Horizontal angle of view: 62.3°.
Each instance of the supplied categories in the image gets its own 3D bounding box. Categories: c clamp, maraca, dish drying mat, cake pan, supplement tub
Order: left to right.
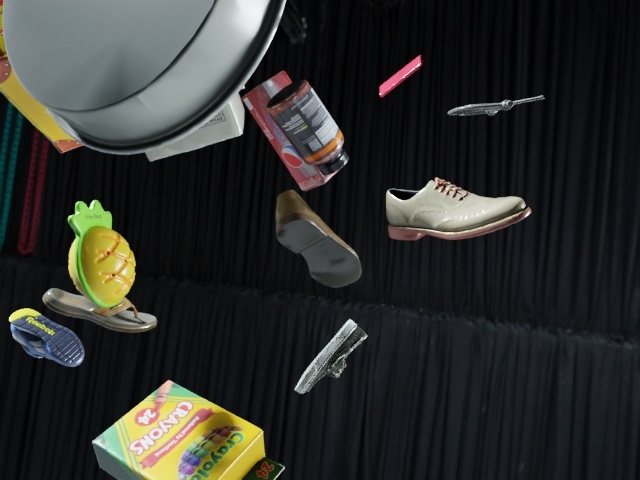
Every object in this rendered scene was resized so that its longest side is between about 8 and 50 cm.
[{"bbox_3d":[-0.378,0.023,0.907,0.099,0.185,0.127,-11,4,11],"label":"maraca"},{"bbox_3d":[-0.165,-0.223,0.458,0.293,0.293,0.054,5,-6,25],"label":"cake pan"},{"bbox_3d":[-0.020,-0.234,1.130,0.106,0.106,0.198,3,-43,51],"label":"supplement tub"},{"bbox_3d":[0.129,-0.263,0.851,0.083,0.032,0.008,-32,-57,33],"label":"dish drying mat"},{"bbox_3d":[0.309,-0.242,0.976,0.137,0.022,0.160,-7,10,-1],"label":"c clamp"}]

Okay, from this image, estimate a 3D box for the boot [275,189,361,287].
[{"bbox_3d":[0.000,0.000,1.144,0.112,0.115,0.305,-27,-41,12],"label":"boot"}]

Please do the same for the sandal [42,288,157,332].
[{"bbox_3d":[-0.424,0.128,1.044,0.219,0.060,0.090,24,3,-25],"label":"sandal"}]

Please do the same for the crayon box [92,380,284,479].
[{"bbox_3d":[-0.254,0.417,1.033,0.319,0.081,0.202,16,33,27],"label":"crayon box"}]

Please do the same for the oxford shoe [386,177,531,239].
[{"bbox_3d":[0.285,-0.076,1.183,0.348,0.130,0.123,-5,16,41],"label":"oxford shoe"}]

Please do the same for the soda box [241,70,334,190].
[{"bbox_3d":[-0.062,-0.250,1.232,0.084,0.263,0.092,-16,23,45],"label":"soda box"}]

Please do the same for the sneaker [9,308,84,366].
[{"bbox_3d":[-0.468,0.175,0.909,0.144,0.059,0.053,32,31,9],"label":"sneaker"}]

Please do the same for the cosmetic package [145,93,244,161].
[{"bbox_3d":[-0.226,-0.284,0.750,0.153,0.296,0.129,-14,31,4],"label":"cosmetic package"}]

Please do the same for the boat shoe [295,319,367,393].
[{"bbox_3d":[0.029,0.292,1.279,0.070,0.219,0.078,41,-17,6],"label":"boat shoe"}]

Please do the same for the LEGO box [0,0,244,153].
[{"bbox_3d":[-0.457,-0.439,1.209,0.501,0.193,0.372,-22,-15,-8],"label":"LEGO box"}]
